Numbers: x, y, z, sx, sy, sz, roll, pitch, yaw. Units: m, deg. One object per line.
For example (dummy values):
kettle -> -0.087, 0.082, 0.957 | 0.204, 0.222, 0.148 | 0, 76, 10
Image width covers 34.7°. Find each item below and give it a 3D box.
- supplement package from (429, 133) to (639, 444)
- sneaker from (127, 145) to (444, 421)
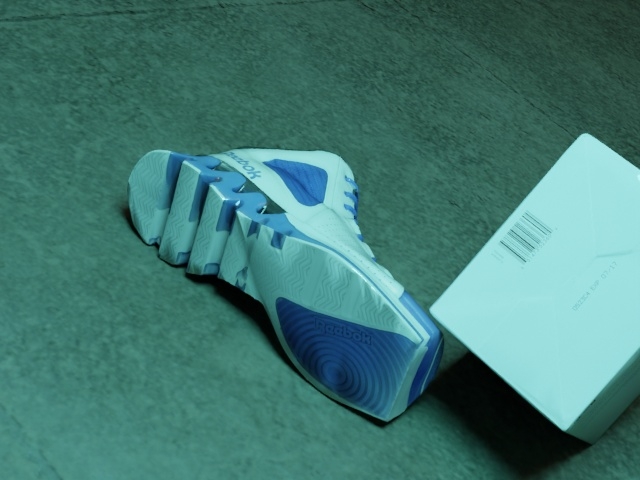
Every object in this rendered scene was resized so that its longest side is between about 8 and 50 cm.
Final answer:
supplement package -> 0.229, 0.051, 0.878 | 0.149, 0.194, 0.203 | 43, 3, 24
sneaker -> -0.001, -0.001, 0.922 | 0.315, 0.127, 0.182 | 37, 37, 20
